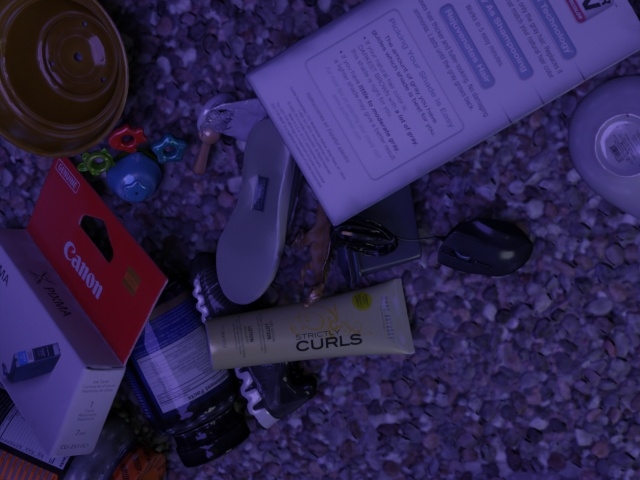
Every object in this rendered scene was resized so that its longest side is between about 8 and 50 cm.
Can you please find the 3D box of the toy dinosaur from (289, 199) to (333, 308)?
[{"bbox_3d":[0.000,0.000,1.619,0.053,0.092,0.183,6,69,-13],"label":"toy dinosaur"}]

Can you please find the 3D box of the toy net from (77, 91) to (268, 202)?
[{"bbox_3d":[-0.170,-0.126,1.646,0.232,0.045,0.122,-30,132,14],"label":"toy net"}]

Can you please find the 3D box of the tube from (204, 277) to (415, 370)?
[{"bbox_3d":[-0.014,0.103,1.625,0.240,0.062,0.070,-7,116,-6],"label":"tube"}]

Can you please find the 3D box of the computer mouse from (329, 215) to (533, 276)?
[{"bbox_3d":[0.126,0.008,1.539,0.242,0.041,0.071,4,141,-15],"label":"computer mouse"}]

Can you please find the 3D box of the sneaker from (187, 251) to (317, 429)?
[{"bbox_3d":[-0.075,0.109,1.691,0.106,0.078,0.234,-24,97,16],"label":"sneaker"}]

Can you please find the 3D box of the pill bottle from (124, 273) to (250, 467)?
[{"bbox_3d":[-0.176,0.163,1.714,0.122,0.123,0.219,-22,99,24],"label":"pill bottle"}]

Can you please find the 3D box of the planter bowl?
[{"bbox_3d":[-0.308,-0.214,1.660,0.217,0.090,0.217,6,108,18],"label":"planter bowl"}]

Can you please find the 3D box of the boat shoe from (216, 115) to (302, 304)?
[{"bbox_3d":[-0.059,-0.036,1.633,0.079,0.081,0.228,19,105,22],"label":"boat shoe"}]

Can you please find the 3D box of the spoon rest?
[{"bbox_3d":[0.368,-0.048,1.494,0.137,0.084,0.276,-31,81,23],"label":"spoon rest"}]

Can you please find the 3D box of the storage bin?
[{"bbox_3d":[0.061,-0.026,1.597,0.091,0.098,0.135,-11,103,-6],"label":"storage bin"}]

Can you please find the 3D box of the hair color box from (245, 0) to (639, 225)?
[{"bbox_3d":[0.130,-0.192,1.449,0.374,0.113,0.185,-30,95,9],"label":"hair color box"}]

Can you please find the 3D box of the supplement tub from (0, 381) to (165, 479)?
[{"bbox_3d":[-0.372,0.280,1.780,0.316,0.193,0.194,23,113,12],"label":"supplement tub"}]

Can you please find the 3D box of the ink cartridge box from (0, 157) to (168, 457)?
[{"bbox_3d":[-0.324,0.069,1.688,0.296,0.066,0.261,46,120,39],"label":"ink cartridge box"}]
